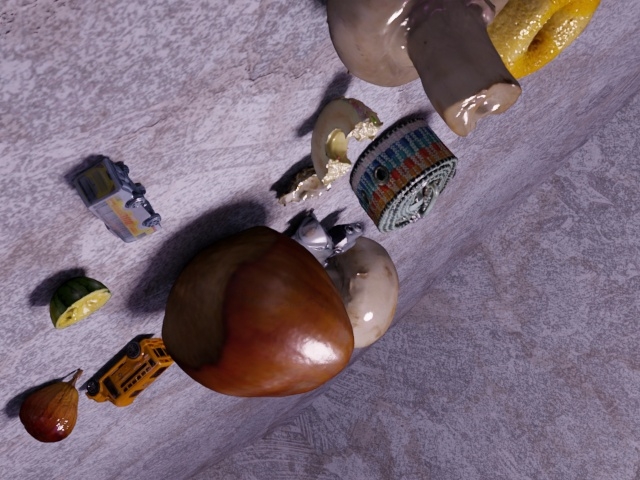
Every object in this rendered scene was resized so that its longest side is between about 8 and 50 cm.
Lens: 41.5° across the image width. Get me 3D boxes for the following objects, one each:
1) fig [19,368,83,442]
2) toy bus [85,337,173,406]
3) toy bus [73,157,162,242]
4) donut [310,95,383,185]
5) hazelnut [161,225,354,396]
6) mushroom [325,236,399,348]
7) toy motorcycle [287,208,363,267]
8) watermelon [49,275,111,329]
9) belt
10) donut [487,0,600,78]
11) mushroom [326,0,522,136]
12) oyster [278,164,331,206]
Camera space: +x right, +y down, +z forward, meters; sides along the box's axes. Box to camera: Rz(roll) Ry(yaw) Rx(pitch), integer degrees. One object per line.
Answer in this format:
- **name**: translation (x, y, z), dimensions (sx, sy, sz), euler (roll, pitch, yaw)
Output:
- **fig**: translation (-0.537, 0.324, 1.680), dimensions (0.119, 0.153, 0.119), euler (5, 165, 1)
- **toy bus**: translation (-0.414, 0.295, 1.832), dimensions (0.194, 0.088, 0.083), euler (-42, 165, 13)
- **toy bus**: translation (-0.284, -0.051, 1.209), dimensions (0.075, 0.064, 0.190), euler (-31, 164, -5)
- **donut**: translation (0.039, -0.182, 1.456), dimensions (0.065, 0.108, 0.166), euler (2, 140, -34)
- **hazelnut**: translation (-0.115, 0.150, 1.628), dimensions (0.365, 0.366, 0.366), euler (-35, 164, -12)
- **mushroom**: translation (0.045, 0.125, 2.155), dimensions (0.289, 0.298, 0.297), euler (12, 140, -20)
- **toy motorcycle**: translation (0.000, 0.000, 1.901), dimensions (0.270, 0.106, 0.159), euler (-14, 158, -47)
- **watermelon**: translation (-0.396, 0.095, 1.367), dimensions (0.105, 0.062, 0.105), euler (-37, 172, -6)
- **belt**: translation (0.183, -0.122, 1.850), dimensions (0.206, 0.160, 0.295), euler (-30, 162, -26)
- **donut**: translation (0.418, -0.428, 1.613), dimensions (0.302, 0.110, 0.303), euler (-34, 163, -12)
- **mushroom**: translation (0.166, -0.289, 1.115), dimensions (0.292, 0.290, 0.292), euler (-30, 163, -10)
- **oyster**: translation (-0.021, -0.115, 1.622), dimensions (0.148, 0.051, 0.103), euler (-24, 168, 7)
